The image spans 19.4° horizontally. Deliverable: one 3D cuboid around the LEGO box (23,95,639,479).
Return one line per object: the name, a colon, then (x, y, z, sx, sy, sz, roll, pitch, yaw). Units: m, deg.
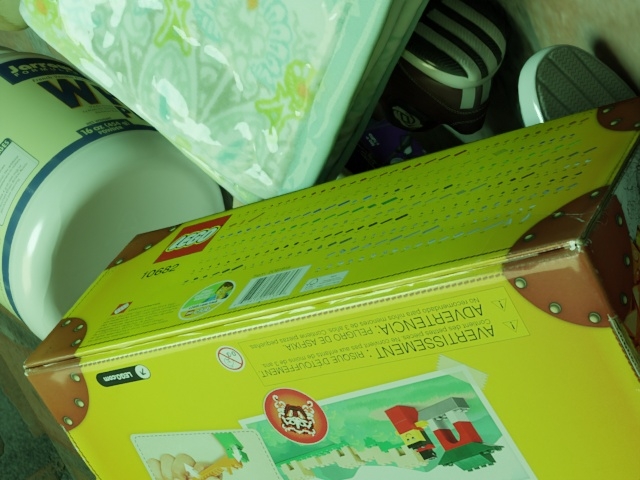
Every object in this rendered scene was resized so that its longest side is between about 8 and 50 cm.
LEGO box: (0.090, 0.144, 1.378, 0.500, 0.193, 0.372, -14, 117, 37)

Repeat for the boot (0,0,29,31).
boot: (-0.278, -0.295, 1.781, 0.295, 0.104, 0.211, 27, -146, -48)

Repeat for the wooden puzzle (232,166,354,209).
wooden puzzle: (0.000, 0.000, 1.664, 0.221, 0.044, 0.238, 38, 154, 20)

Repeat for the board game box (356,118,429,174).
board game box: (0.141, 0.074, 1.612, 0.347, 0.056, 0.208, 51, 163, 31)

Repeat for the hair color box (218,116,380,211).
hair color box: (-0.071, -0.103, 1.852, 0.347, 0.105, 0.174, 36, 153, 37)

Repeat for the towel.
towel: (-0.067, -0.233, 1.417, 0.320, 0.090, 0.374, 39, 129, 16)

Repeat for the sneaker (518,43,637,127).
sneaker: (0.212, -0.026, 1.387, 0.258, 0.094, 0.091, 58, 154, -13)

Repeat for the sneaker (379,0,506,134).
sneaker: (0.031, -0.175, 1.531, 0.281, 0.106, 0.162, 42, 160, 26)

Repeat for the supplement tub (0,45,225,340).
supplement tub: (-0.274, -0.050, 1.889, 0.325, 0.235, 0.235, 34, 152, 42)
